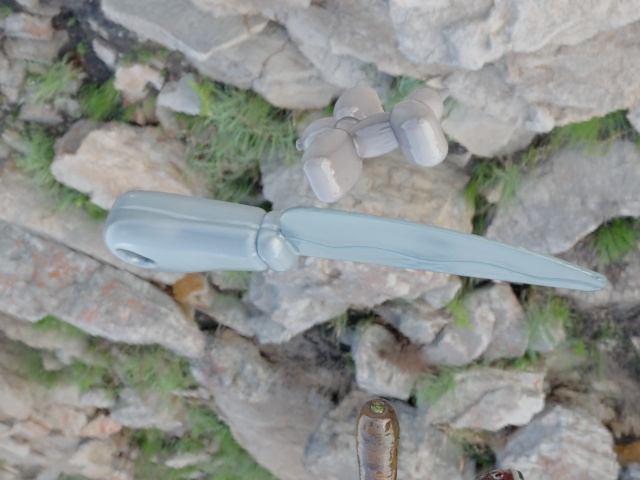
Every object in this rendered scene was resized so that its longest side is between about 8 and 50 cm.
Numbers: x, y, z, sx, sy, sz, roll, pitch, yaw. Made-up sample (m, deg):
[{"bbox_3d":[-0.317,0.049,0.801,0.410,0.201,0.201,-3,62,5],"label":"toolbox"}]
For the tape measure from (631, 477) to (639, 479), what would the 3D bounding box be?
[{"bbox_3d":[0.226,0.143,0.519,0.164,0.330,0.084,1,175,-32],"label":"tape measure"}]

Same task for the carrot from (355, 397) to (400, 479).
[{"bbox_3d":[0.046,0.197,0.661,0.036,0.035,0.165,7,118,17],"label":"carrot"}]

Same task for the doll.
[{"bbox_3d":[0.042,-0.099,0.749,0.161,0.160,0.059,-19,114,20],"label":"doll"}]

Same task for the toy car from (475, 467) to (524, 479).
[{"bbox_3d":[0.154,0.299,0.855,0.112,0.112,0.139,5,129,-9],"label":"toy car"}]

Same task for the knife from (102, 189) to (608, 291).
[{"bbox_3d":[-0.001,-0.001,0.498,0.331,0.044,0.080,3,153,29],"label":"knife"}]
